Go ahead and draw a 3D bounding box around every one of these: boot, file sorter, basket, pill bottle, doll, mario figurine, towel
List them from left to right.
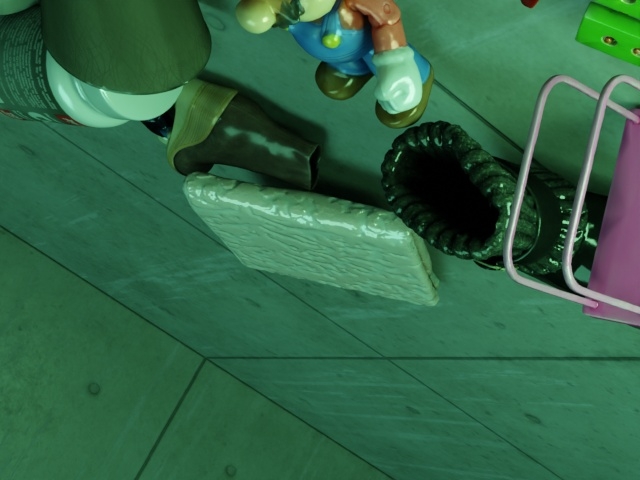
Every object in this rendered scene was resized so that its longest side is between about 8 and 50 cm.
[{"bbox_3d":[-0.309,-0.226,1.538,0.283,0.161,0.161,11,155,45],"label":"pill bottle"},{"bbox_3d":[-0.223,-0.283,1.288,0.204,0.154,0.227,20,157,8],"label":"basket"},{"bbox_3d":[-0.242,-0.187,1.720,0.129,0.046,0.189,43,171,25],"label":"doll"},{"bbox_3d":[-0.104,-0.112,1.651,0.207,0.090,0.248,29,159,6],"label":"boot"},{"bbox_3d":[-0.015,-0.203,1.132,0.198,0.170,0.320,-9,152,22],"label":"mario figurine"},{"bbox_3d":[0.000,0.000,1.738,0.332,0.053,0.317,11,164,17],"label":"towel"},{"bbox_3d":[0.251,-0.006,1.224,0.348,0.131,0.260,17,177,34],"label":"boot"},{"bbox_3d":[0.321,-0.025,0.987,0.291,0.202,0.182,10,175,45],"label":"file sorter"}]

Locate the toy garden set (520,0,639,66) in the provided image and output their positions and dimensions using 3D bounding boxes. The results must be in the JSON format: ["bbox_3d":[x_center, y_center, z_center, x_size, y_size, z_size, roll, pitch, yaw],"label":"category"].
[{"bbox_3d":[0.228,-0.229,0.916,0.204,0.049,0.244,24,162,9],"label":"toy garden set"}]

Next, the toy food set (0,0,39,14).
[{"bbox_3d":[-0.443,-0.408,1.399,0.306,0.092,0.220,40,161,-8],"label":"toy food set"}]
